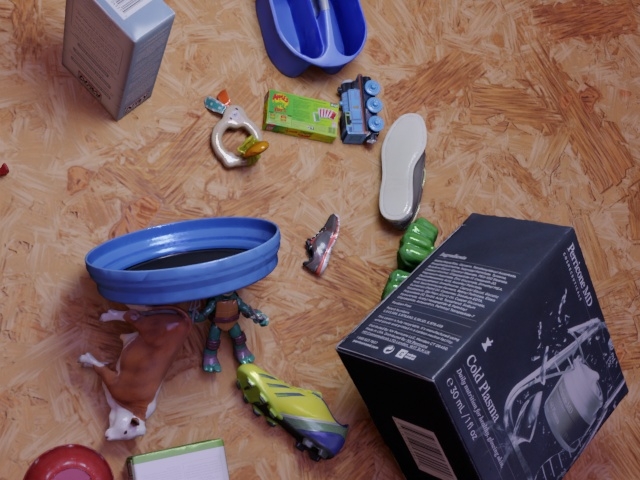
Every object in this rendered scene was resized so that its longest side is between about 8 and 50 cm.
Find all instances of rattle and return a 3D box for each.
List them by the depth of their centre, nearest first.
[{"bbox_3d":[-0.198,-0.276,1.908,0.130,0.143,0.200,-12,84,-4],"label":"rattle"}]

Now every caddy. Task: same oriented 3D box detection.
[{"bbox_3d":[-0.023,-0.568,2.036,0.241,0.179,0.342,-10,77,-23],"label":"caddy"}]

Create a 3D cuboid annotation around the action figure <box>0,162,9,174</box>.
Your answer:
[{"bbox_3d":[-0.774,-0.117,1.649,0.280,0.139,0.091,-35,86,-23],"label":"action figure"}]

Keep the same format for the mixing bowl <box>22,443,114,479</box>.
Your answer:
[{"bbox_3d":[-0.485,0.483,1.588,0.181,0.098,0.182,6,72,-18],"label":"mixing bowl"}]

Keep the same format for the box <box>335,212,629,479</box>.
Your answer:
[{"bbox_3d":[0.361,0.277,1.756,0.471,0.297,0.480,-43,120,-27],"label":"box"}]

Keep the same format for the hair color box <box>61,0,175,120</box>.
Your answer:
[{"bbox_3d":[-0.433,-0.420,1.729,0.185,0.374,0.113,47,65,-1],"label":"hair color box"}]

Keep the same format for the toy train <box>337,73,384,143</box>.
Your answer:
[{"bbox_3d":[0.098,-0.329,2.063,0.105,0.080,0.184,0,74,-14],"label":"toy train"}]

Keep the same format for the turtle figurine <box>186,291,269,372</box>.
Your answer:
[{"bbox_3d":[-0.197,0.163,1.734,0.175,0.234,0.118,-1,31,-7],"label":"turtle figurine"}]

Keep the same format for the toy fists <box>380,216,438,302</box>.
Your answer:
[{"bbox_3d":[0.208,0.081,1.928,0.096,0.142,0.279,18,67,12],"label":"toy fists"}]

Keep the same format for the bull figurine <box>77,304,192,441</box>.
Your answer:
[{"bbox_3d":[-0.379,0.248,1.654,0.188,0.101,0.310,31,97,1],"label":"bull figurine"}]

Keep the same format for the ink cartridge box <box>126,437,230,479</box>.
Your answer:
[{"bbox_3d":[-0.274,0.543,1.649,0.188,0.097,0.255,-6,78,-22],"label":"ink cartridge box"}]

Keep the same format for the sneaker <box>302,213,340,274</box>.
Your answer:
[{"bbox_3d":[0.000,0.000,1.937,0.064,0.061,0.158,21,67,-6],"label":"sneaker"}]

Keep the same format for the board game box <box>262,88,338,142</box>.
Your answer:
[{"bbox_3d":[-0.048,-0.304,2.019,0.181,0.043,0.092,9,70,-18],"label":"board game box"}]

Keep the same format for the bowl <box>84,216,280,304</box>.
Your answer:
[{"bbox_3d":[-0.271,0.037,1.662,0.391,0.391,0.077,-13,106,-23],"label":"bowl"}]

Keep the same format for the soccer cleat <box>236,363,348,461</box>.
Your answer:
[{"bbox_3d":[-0.061,0.356,1.790,0.289,0.093,0.121,43,59,-6],"label":"soccer cleat"}]

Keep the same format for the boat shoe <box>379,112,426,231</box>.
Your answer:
[{"bbox_3d":[0.208,-0.171,2.048,0.109,0.091,0.305,3,66,20],"label":"boat shoe"}]
